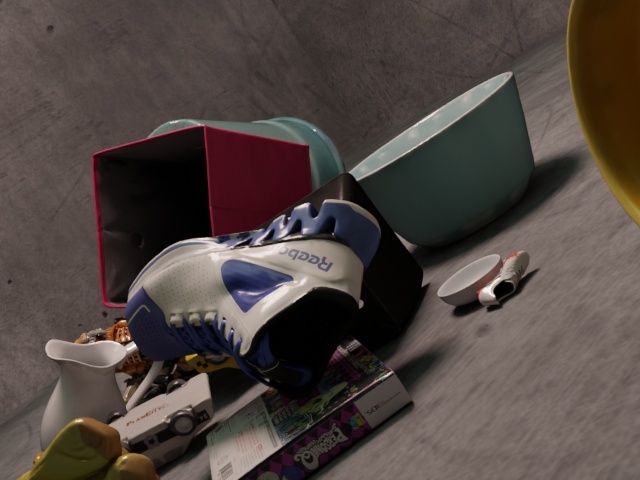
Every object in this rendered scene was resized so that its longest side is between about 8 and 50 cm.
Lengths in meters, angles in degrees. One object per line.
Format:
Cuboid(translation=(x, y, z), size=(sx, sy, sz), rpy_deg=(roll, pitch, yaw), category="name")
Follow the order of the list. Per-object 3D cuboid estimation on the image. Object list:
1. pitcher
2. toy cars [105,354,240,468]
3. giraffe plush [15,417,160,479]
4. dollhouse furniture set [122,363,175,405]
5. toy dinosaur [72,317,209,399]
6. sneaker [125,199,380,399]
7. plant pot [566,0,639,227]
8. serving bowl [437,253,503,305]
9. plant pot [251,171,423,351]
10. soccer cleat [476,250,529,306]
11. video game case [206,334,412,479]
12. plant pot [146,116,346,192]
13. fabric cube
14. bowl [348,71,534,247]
Cuboid(translation=(-0.314, 0.242, 1.404), size=(0.178, 0.207, 0.125), rpy_deg=(-4, 21, -31), category="pitcher")
Cuboid(translation=(-0.159, 0.205, 1.362), size=(0.176, 0.087, 0.393), rpy_deg=(-4, 31, 44), category="toy cars")
Cuboid(translation=(-0.255, 0.279, 1.033), size=(0.210, 0.181, 0.170), rpy_deg=(-16, -3, 4), category="giraffe plush")
Cuboid(translation=(-0.243, 0.207, 1.783), size=(0.197, 0.151, 0.301), rpy_deg=(-48, 18, 51), category="dollhouse furniture set")
Cuboid(translation=(-0.226, 0.171, 1.537), size=(0.218, 0.322, 0.164), rpy_deg=(132, 149, -66), category="toy dinosaur")
Cuboid(translation=(-0.084, 0.084, 1.039), size=(0.316, 0.127, 0.182), rpy_deg=(-22, 39, 24), category="sneaker")
Cuboid(translation=(0.365, -0.141, 0.778), size=(0.239, 0.254, 0.254), rpy_deg=(-19, 5, -10), category="plant pot")
Cuboid(translation=(0.176, 0.050, 1.106), size=(0.083, 0.027, 0.083), rpy_deg=(-34, 8, 5), category="serving bowl")
Cuboid(translation=(0.014, 0.060, 1.221), size=(0.188, 0.187, 0.167), rpy_deg=(-32, 22, 14), category="plant pot")
Cuboid(translation=(0.204, 0.042, 1.049), size=(0.083, 0.029, 0.036), rpy_deg=(-41, 18, -22), category="soccer cleat")
Cuboid(translation=(-0.023, 0.190, 1.026), size=(0.210, 0.041, 0.232), rpy_deg=(-35, 8, -6), category="video game case")
Cuboid(translation=(-0.173, -0.097, 1.926), size=(0.341, 0.341, 0.334), rpy_deg=(-30, -17, 29), category="plant pot")
Cuboid(translation=(-0.183, -0.028, 1.569), size=(0.254, 0.259, 0.258), rpy_deg=(-9, -7, 35), category="fabric cube")
Cuboid(translation=(0.198, -0.104, 1.465), size=(0.312, 0.163, 0.311), rpy_deg=(-34, 8, 6), category="bowl")
